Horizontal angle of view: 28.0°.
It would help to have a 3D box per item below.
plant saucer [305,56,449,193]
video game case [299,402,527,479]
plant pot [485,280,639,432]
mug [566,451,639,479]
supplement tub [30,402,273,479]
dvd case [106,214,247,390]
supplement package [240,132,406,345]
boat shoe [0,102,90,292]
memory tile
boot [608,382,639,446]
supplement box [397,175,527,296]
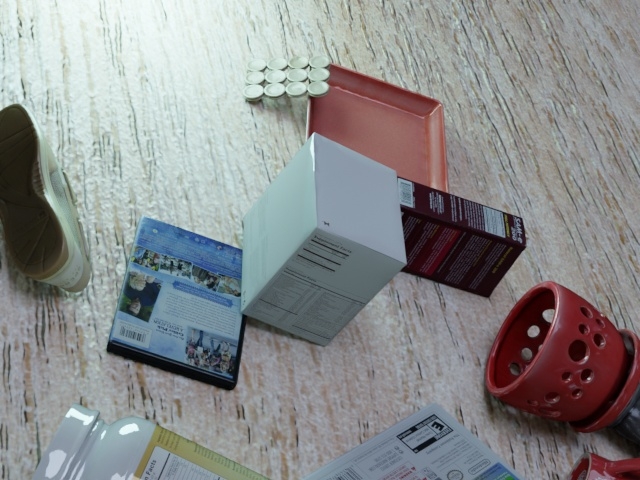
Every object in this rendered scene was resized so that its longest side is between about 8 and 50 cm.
[{"bbox_3d":[0.090,-0.182,2.187,0.258,0.048,0.259,17,42,-14],"label":"plant saucer"},{"bbox_3d":[0.148,0.366,1.641,0.300,0.036,0.329,39,40,28],"label":"video game case"},{"bbox_3d":[0.362,0.181,1.883,0.174,0.191,0.191,31,40,-12],"label":"plant pot"},{"bbox_3d":[0.440,0.354,1.791,0.169,0.150,0.113,23,7,-1],"label":"mug"},{"bbox_3d":[-0.169,0.330,1.387,0.316,0.228,0.228,26,41,-4],"label":"supplement tub"},{"bbox_3d":[-0.188,0.083,1.781,0.180,0.022,0.253,20,42,-13],"label":"dvd case"},{"bbox_3d":[0.000,0.000,1.818,0.149,0.203,0.194,23,41,-24],"label":"supplement package"},{"bbox_3d":[-0.388,-0.057,1.757,0.098,0.109,0.302,43,17,-56],"label":"boat shoe"},{"bbox_3d":[-0.057,-0.276,2.178,0.148,0.012,0.113,-3,44,3],"label":"memory tile"},{"bbox_3d":[0.554,0.287,1.974,0.229,0.091,0.263,43,46,7],"label":"boot"},{"bbox_3d":[0.186,-0.006,2.004,0.239,0.130,0.073,18,42,-15],"label":"supplement box"}]
